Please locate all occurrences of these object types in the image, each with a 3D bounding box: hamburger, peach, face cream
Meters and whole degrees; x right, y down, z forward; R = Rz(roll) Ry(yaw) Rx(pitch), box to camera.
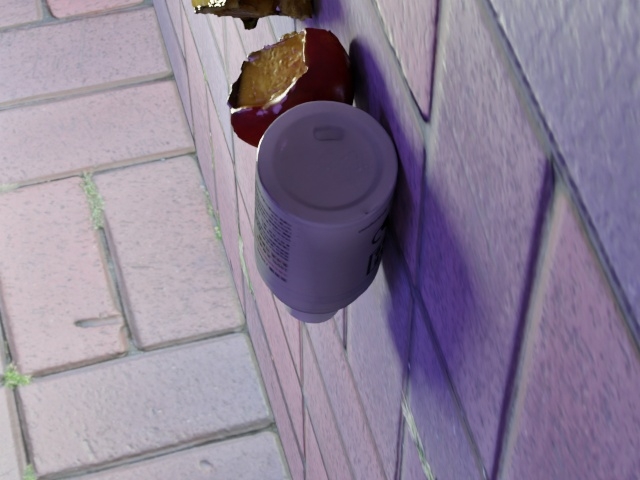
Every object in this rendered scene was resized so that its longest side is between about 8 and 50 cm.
[{"bbox_3d":[-0.079,-0.319,1.959,0.262,0.124,0.130,-158,74,-74],"label":"hamburger"},{"bbox_3d":[-0.018,-0.156,1.748,0.118,0.151,0.151,28,139,35],"label":"peach"},{"bbox_3d":[0.000,0.000,1.778,0.369,0.145,0.145,93,162,-65],"label":"face cream"}]
